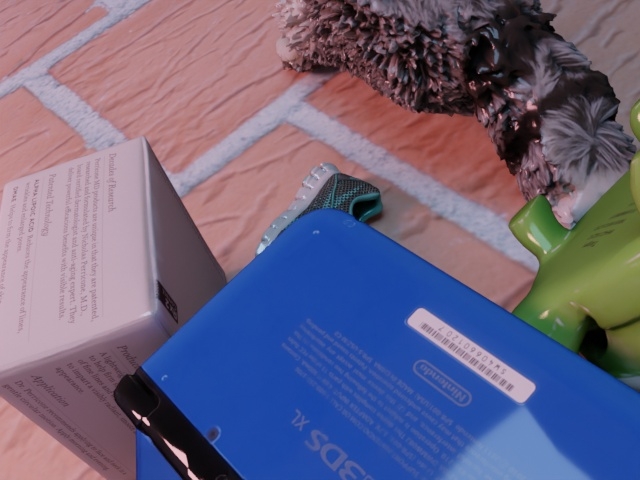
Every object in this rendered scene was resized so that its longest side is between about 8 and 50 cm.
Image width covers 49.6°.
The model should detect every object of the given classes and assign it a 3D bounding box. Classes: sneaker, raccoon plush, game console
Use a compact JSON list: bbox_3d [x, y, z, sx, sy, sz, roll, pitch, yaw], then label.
[{"bbox_3d":[0.000,0.000,0.606,0.076,0.065,0.166,17,60,25],"label":"sneaker"},{"bbox_3d":[0.080,-0.157,0.681,0.216,0.299,0.446,-14,79,-13],"label":"raccoon plush"},{"bbox_3d":[0.031,0.165,0.374,0.250,0.173,0.293,-44,52,-16],"label":"game console"}]

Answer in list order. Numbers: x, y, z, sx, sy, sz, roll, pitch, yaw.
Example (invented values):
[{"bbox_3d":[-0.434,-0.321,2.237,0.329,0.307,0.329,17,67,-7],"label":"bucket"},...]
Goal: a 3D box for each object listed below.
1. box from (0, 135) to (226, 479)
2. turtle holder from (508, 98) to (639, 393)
[{"bbox_3d":[-0.145,0.055,0.525,0.119,0.181,0.182,-18,48,2],"label":"box"},{"bbox_3d":[0.247,0.025,0.380,0.227,0.243,0.320,47,57,3],"label":"turtle holder"}]
